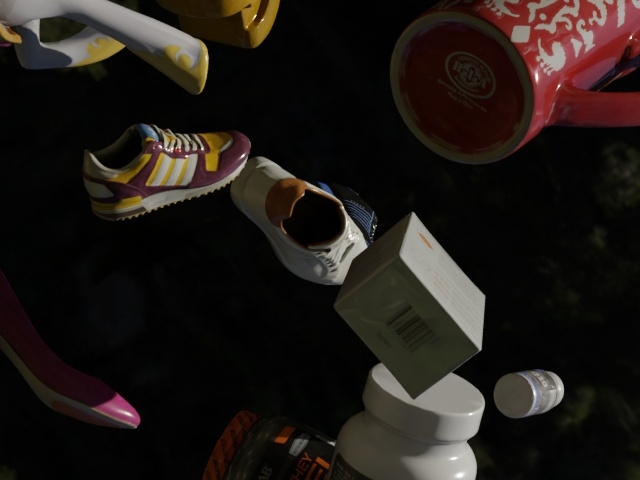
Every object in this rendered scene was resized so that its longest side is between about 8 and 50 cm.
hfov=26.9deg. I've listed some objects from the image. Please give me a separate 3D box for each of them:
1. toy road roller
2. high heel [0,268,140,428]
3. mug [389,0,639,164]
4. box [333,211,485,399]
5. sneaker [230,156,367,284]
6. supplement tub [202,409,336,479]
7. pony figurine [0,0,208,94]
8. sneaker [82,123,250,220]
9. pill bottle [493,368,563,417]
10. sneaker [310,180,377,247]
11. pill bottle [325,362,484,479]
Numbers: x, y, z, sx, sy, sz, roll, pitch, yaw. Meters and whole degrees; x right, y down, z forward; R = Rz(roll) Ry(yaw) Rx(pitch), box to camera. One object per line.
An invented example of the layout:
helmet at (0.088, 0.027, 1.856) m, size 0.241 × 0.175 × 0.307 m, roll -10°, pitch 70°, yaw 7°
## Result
toy road roller at (-0.127, -0.442, 1.997) m, size 0.202 × 0.241 × 0.329 m, roll 17°, pitch -131°, yaw 22°
high heel at (-0.288, 0.110, 1.430) m, size 0.117 × 0.244 × 0.082 m, roll -67°, pitch -172°, yaw -24°
mug at (0.136, -0.118, 0.783) m, size 0.150 × 0.113 × 0.169 m, roll 5°, pitch -153°, yaw 36°
box at (0.097, 0.064, 1.398) m, size 0.091 × 0.130 × 0.170 m, roll -39°, pitch -174°, yaw 16°
sneaker at (0.000, 0.000, 1.736) m, size 0.123 × 0.290 × 0.106 m, roll 29°, pitch -95°, yaw 38°
supplement tub at (-0.016, 0.429, 2.236) m, size 0.207 × 0.338 × 0.207 m, roll -59°, pitch 165°, yaw -27°
pony figurine at (-0.264, -0.290, 1.143) m, size 0.363 × 0.351 × 0.303 m, roll -2°, pitch -161°, yaw -33°
sneaker at (-0.157, -0.088, 1.388) m, size 0.185 × 0.084 × 0.069 m, roll -25°, pitch -138°, yaw -23°
pill bottle at (0.362, 0.262, 2.304) m, size 0.078 × 0.078 × 0.137 m, roll -29°, pitch 164°, yaw 30°
sneaker at (0.054, -0.012, 2.076) m, size 0.081 × 0.090 × 0.232 m, roll -63°, pitch -146°, yaw 32°
pill bottle at (0.108, 0.374, 1.944) m, size 0.210 × 0.210 × 0.363 m, roll -77°, pitch -178°, yaw -73°
